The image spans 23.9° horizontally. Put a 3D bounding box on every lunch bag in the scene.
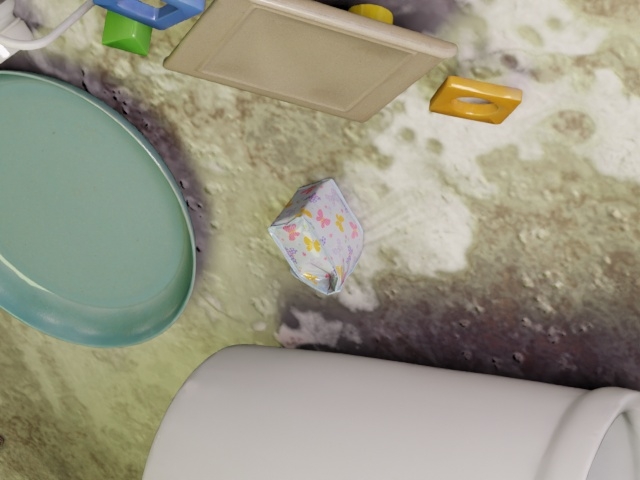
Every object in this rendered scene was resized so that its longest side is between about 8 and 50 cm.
[{"bbox_3d":[0.000,0.000,1.343,0.053,0.071,0.083,-20,113,36],"label":"lunch bag"}]

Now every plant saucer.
[{"bbox_3d":[-0.255,-0.033,1.477,0.317,0.044,0.318,14,129,18],"label":"plant saucer"}]

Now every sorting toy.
[{"bbox_3d":[-0.010,-0.154,1.180,0.347,0.047,0.196,14,164,-20],"label":"sorting toy"}]

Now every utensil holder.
[{"bbox_3d":[0.074,0.267,1.335,0.385,0.327,0.328,6,126,26],"label":"utensil holder"}]

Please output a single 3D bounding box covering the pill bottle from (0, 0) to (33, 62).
[{"bbox_3d":[-0.323,-0.219,1.350,0.078,0.078,0.137,-22,111,38],"label":"pill bottle"}]

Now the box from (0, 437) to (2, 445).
[{"bbox_3d":[-0.484,0.241,1.820,0.164,0.021,0.201,40,133,-3],"label":"box"}]

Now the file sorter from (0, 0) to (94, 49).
[{"bbox_3d":[-0.240,-0.320,1.167,0.192,0.173,0.278,25,131,9],"label":"file sorter"}]
